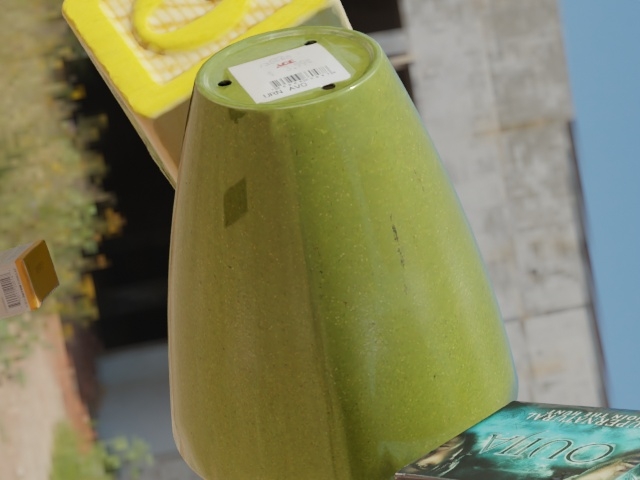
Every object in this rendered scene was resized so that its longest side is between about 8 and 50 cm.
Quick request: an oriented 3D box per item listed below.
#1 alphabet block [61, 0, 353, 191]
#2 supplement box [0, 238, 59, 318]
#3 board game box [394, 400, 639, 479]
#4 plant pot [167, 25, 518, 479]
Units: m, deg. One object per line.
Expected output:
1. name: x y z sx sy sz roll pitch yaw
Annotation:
1. alphabet block: -0.072 -0.138 1.503 0.193 0.192 0.197 50 -7 42
2. supplement box: -0.228 0.034 1.171 0.062 0.098 0.036 -68 142 -76
3. board game box: 0.155 0.147 1.194 0.186 0.126 0.026 -3 -72 52
4. plant pot: 0.000 0.000 1.332 0.275 0.275 0.293 -110 -170 -59
